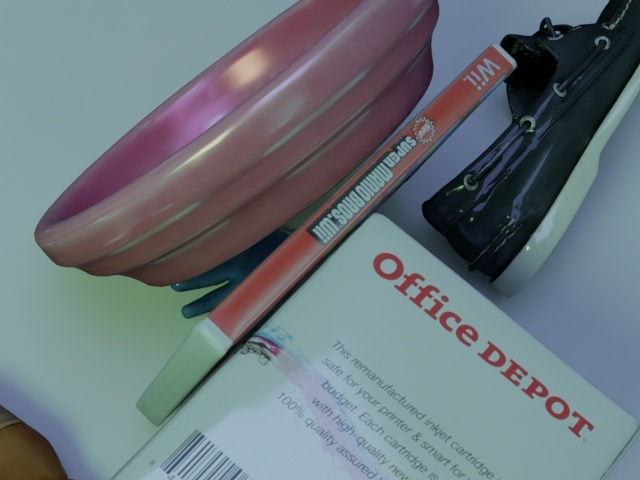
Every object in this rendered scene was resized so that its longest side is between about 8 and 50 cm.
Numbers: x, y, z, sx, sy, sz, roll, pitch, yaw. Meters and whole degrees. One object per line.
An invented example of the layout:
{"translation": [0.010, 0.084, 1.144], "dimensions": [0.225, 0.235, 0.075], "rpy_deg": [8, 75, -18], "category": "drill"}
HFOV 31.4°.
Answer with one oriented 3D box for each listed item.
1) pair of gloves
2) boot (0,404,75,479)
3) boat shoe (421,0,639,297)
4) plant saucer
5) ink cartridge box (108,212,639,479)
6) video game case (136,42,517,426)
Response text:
{"translation": [-0.010, 0.059, 0.854], "dimensions": [0.159, 0.023, 0.198], "rpy_deg": [-27, 64, -19], "category": "pair of gloves"}
{"translation": [-0.246, 0.197, 0.725], "dimensions": [0.152, 0.073, 0.197], "rpy_deg": [41, 67, 14], "category": "boot"}
{"translation": [0.185, -0.118, 0.915], "dimensions": [0.113, 0.127, 0.340], "rpy_deg": [32, 71, 1], "category": "boat shoe"}
{"translation": [-0.046, -0.078, 0.798], "dimensions": [0.332, 0.332, 0.084], "rpy_deg": [-46, 108, -26], "category": "plant saucer"}
{"translation": [0.011, 0.167, 0.675], "dimensions": [0.198, 0.197, 0.270], "rpy_deg": [40, 66, 13], "category": "ink cartridge box"}
{"translation": [0.000, 0.000, 0.761], "dimensions": [0.025, 0.204, 0.285], "rpy_deg": [45, 63, 2], "category": "video game case"}
